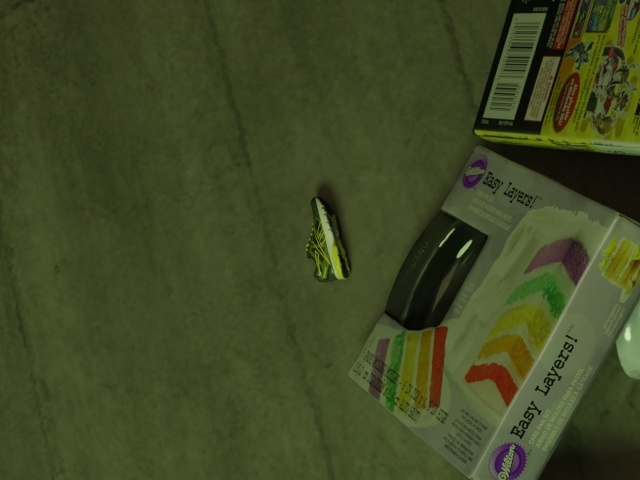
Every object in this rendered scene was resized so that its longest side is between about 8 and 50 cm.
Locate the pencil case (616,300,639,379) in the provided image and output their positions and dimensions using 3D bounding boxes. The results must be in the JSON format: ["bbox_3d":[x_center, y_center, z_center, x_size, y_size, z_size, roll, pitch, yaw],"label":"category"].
[{"bbox_3d":[0.367,0.038,1.522,0.273,0.124,0.113,-12,94,20],"label":"pencil case"}]

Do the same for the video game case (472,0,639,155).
[{"bbox_3d":[0.244,-0.207,1.536,0.248,0.035,0.275,11,83,60],"label":"video game case"}]

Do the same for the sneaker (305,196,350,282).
[{"bbox_3d":[0.000,0.000,1.718,0.035,0.031,0.083,-20,74,18],"label":"sneaker"}]

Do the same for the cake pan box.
[{"bbox_3d":[0.149,0.060,1.559,0.246,0.070,0.267,-59,27,4],"label":"cake pan box"}]
